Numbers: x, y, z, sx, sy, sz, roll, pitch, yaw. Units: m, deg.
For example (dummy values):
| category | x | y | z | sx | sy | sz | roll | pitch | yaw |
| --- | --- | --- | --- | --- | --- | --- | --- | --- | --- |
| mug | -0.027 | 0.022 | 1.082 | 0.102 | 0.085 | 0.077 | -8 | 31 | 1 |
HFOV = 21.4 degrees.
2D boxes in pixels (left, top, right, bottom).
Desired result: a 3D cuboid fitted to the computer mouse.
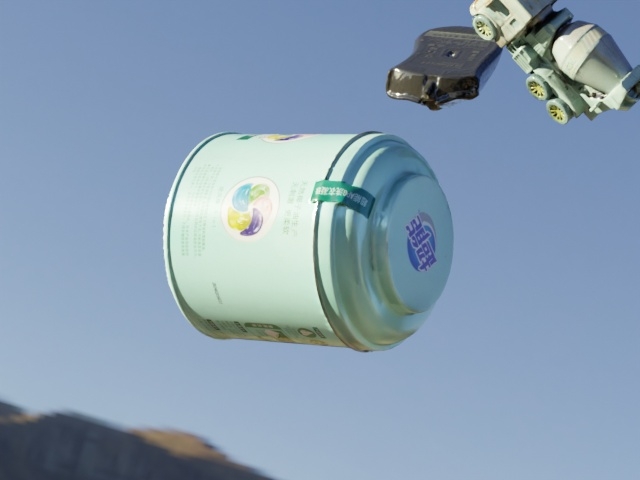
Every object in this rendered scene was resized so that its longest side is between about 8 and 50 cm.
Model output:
| category | x | y | z | sx | sy | sz | roll | pitch | yaw |
| --- | --- | --- | --- | --- | --- | --- | --- | --- | --- |
| computer mouse | 0.194 | -0.249 | 2.564 | 0.147 | 0.088 | 0.264 | 6 | 25 | 20 |

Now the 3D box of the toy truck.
| category | x | y | z | sx | sy | sz | roll | pitch | yaw |
| --- | --- | --- | --- | --- | --- | --- | --- | --- | --- |
| toy truck | 0.336 | -0.273 | 2.339 | 0.257 | 0.108 | 0.140 | 48 | -24 | 1 |

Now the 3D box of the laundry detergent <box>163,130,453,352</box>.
| category | x | y | z | sx | sy | sz | roll | pitch | yaw |
| --- | --- | --- | --- | --- | --- | --- | --- | --- | --- |
| laundry detergent | 0.000 | 0.000 | 2.212 | 0.305 | 0.287 | 0.287 | 2 | -20 | 32 |
